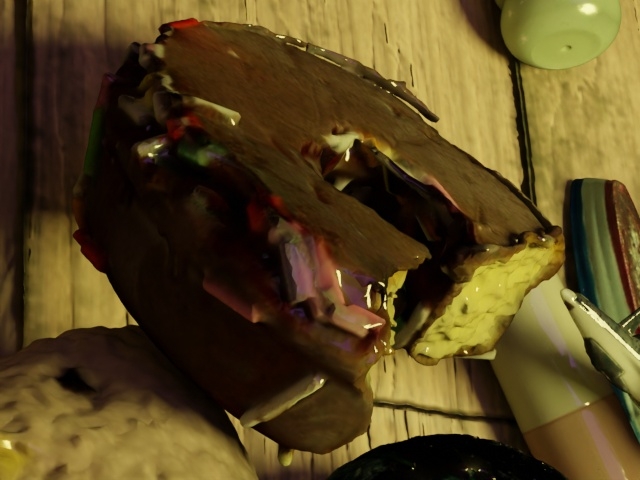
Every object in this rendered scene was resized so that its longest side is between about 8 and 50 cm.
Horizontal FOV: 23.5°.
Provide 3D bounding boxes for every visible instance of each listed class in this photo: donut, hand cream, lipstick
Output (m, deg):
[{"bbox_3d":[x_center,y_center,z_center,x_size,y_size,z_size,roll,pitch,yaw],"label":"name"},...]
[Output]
[{"bbox_3d":[-0.015,-0.015,0.900,0.259,0.136,0.345,39,22,13],"label":"donut"},{"bbox_3d":[0.171,-0.283,1.233,0.147,0.093,0.306,10,61,-30],"label":"hand cream"},{"bbox_3d":[0.183,0.148,1.045,0.070,0.070,0.254,-17,78,-37],"label":"lipstick"}]

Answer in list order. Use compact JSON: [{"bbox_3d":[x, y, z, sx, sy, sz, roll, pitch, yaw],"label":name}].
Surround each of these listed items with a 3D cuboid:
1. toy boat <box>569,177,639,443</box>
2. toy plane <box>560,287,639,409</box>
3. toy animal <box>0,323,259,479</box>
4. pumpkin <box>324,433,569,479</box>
[{"bbox_3d":[0.231,0.053,1.141,0.080,0.046,0.229,1,70,-34],"label":"toy boat"},{"bbox_3d":[0.236,0.103,1.007,0.082,0.160,0.234,-36,112,-11],"label":"toy plane"},{"bbox_3d":[-0.107,0.200,0.749,0.226,0.188,0.358,1,45,-39],"label":"toy animal"},{"bbox_3d":[0.078,0.224,0.882,0.233,0.163,0.233,9,60,-16],"label":"pumpkin"}]
